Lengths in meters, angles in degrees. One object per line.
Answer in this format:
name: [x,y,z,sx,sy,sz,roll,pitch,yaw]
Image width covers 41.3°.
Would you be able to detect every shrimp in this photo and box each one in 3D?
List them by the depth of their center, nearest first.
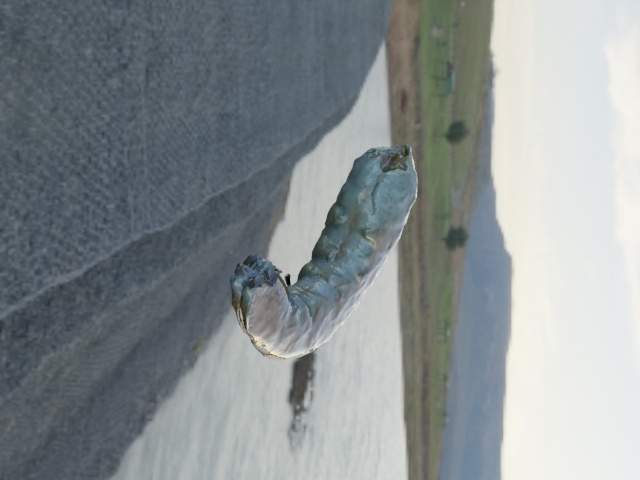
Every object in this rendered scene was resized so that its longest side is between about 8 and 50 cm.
shrimp: [0.000,0.000,0.534,0.161,0.049,0.166,-65,155,4]
